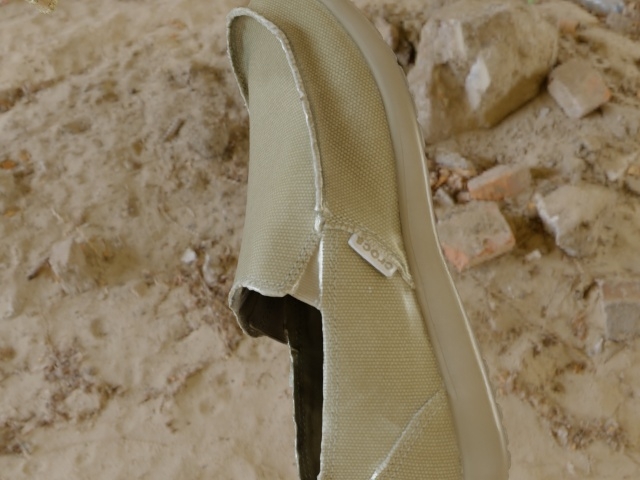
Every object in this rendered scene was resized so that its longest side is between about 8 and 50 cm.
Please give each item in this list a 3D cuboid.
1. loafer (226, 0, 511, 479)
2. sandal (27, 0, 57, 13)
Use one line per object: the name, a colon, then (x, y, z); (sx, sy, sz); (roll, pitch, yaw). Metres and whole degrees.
loafer: (0.000, 0.000, 0.351); (0.092, 0.102, 0.269); (-14, 74, -19)
sandal: (-0.275, -0.275, 0.803); (0.088, 0.079, 0.240); (-5, 9, 38)
